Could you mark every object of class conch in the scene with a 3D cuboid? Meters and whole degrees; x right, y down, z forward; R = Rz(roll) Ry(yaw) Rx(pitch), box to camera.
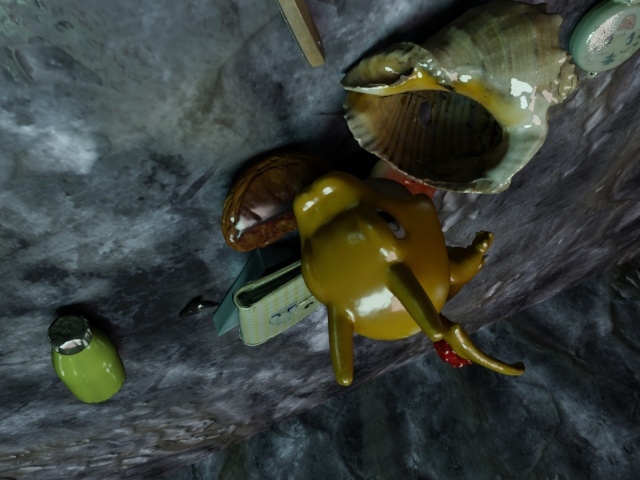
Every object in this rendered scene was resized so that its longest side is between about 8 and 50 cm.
[{"bbox_3d":[0.202,-0.198,0.625,0.324,0.263,0.186,1,-179,21],"label":"conch"}]

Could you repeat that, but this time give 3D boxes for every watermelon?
[{"bbox_3d":[0.150,-0.105,0.839,0.193,0.137,0.145,-15,-178,-21],"label":"watermelon"}]

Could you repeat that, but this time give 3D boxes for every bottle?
[{"bbox_3d":[-0.474,0.237,0.852,0.112,0.112,0.260,-13,146,-21],"label":"bottle"}]

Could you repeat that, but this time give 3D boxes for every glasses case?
[{"bbox_3d":[-0.164,0.111,0.968,0.105,0.056,0.266,-27,160,-52],"label":"glasses case"}]

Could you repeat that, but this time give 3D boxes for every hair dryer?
[{"bbox_3d":[-0.273,0.157,0.971,0.079,0.031,0.083,-32,158,30],"label":"hair dryer"}]

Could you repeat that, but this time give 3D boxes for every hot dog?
[{"bbox_3d":[-0.064,-0.066,0.720,0.227,0.099,0.160,-20,148,-15],"label":"hot dog"}]

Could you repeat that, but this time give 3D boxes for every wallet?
[{"bbox_3d":[-0.087,0.137,0.951,0.223,0.077,0.309,-23,160,-19],"label":"wallet"}]

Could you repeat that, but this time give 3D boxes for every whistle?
[{"bbox_3d":[0.500,-0.391,0.699,0.126,0.067,0.258,-10,142,-4],"label":"whistle"}]

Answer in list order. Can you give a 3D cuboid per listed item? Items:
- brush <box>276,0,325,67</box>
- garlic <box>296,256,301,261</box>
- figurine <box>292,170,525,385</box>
[{"bbox_3d":[-0.077,-0.292,0.420,0.065,0.069,0.327,-16,154,18],"label":"brush"},{"bbox_3d":[0.002,-0.005,0.905,0.084,0.066,0.152,12,137,-7],"label":"garlic"},{"bbox_3d":[0.145,0.065,0.683,0.387,0.401,0.268,12,106,-57],"label":"figurine"}]
